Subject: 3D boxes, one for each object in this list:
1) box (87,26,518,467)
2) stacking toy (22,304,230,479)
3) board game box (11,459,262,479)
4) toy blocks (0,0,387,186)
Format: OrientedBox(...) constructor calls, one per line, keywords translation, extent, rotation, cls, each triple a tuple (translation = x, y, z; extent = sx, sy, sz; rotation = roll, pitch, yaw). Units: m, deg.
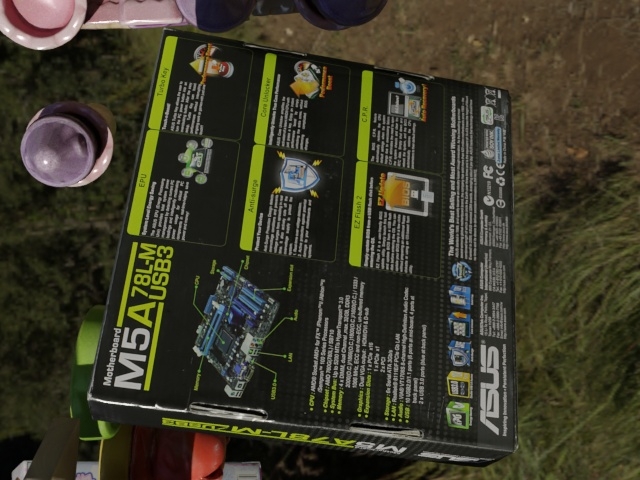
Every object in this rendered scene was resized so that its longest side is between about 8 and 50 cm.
OrientedBox(translation=(0.000, 0.000, 0.394), extent=(0.045, 0.184, 0.191), rotation=(109, 167, -64), cls="box")
OrientedBox(translation=(-0.168, 0.227, 0.805), extent=(0.309, 0.130, 0.280), rotation=(-87, 1, -55), cls="stacking toy")
OrientedBox(translation=(-0.211, 0.430, 1.000), extent=(0.066, 0.318, 0.319), rotation=(-39, 49, 47), cls="board game box")
OrientedBox(translation=(-0.094, -0.194, 0.593), extent=(0.260, 0.288, 0.309), rotation=(-109, 15, -74), cls="toy blocks")
